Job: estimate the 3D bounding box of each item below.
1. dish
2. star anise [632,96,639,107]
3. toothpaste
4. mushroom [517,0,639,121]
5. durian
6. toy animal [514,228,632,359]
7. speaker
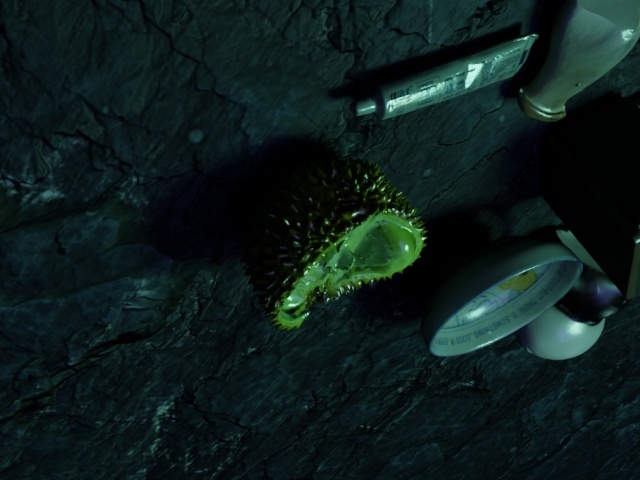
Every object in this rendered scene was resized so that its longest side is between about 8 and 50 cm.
[{"bbox_3d":[0.263,0.058,1.554,0.273,0.134,0.273,-22,155,-11],"label":"dish"},{"bbox_3d":[0.632,-0.168,1.509,0.349,0.109,0.292,-22,126,32],"label":"star anise"},{"bbox_3d":[0.156,-0.203,1.236,0.268,0.047,0.069,-20,125,-20],"label":"toothpaste"},{"bbox_3d":[0.341,-0.253,1.286,0.116,0.093,0.225,4,144,-15],"label":"mushroom"},{"bbox_3d":[0.003,-0.003,1.251,0.237,0.176,0.200,-36,135,-3],"label":"durian"},{"bbox_3d":[0.431,0.101,1.708,0.187,0.165,0.235,-1,136,-35],"label":"toy animal"},{"bbox_3d":[0.455,-0.067,1.463,0.153,0.231,0.193,-28,145,-6],"label":"speaker"}]
